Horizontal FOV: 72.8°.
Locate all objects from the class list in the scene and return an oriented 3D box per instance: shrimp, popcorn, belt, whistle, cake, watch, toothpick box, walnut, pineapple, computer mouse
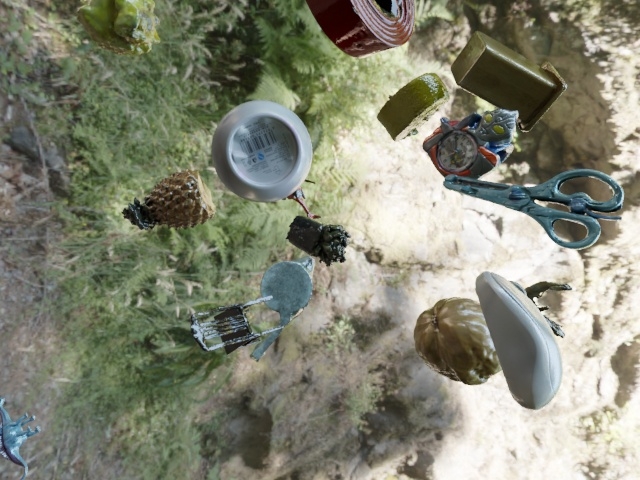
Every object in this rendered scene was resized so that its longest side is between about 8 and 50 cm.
[{"bbox_3d":[0.620,0.179,1.155,0.148,0.195,0.035,-50,-171,27],"label":"shrimp"},{"bbox_3d":[-0.445,-0.504,0.961,0.174,0.173,0.143,97,-1,-46],"label":"popcorn"},{"bbox_3d":[0.075,-0.544,0.916,0.115,0.323,0.228,1,-118,45],"label":"belt"},{"bbox_3d":[-0.136,0.247,1.589,0.168,0.188,0.406,128,-29,-80],"label":"whistle"},{"bbox_3d":[0.330,-0.478,1.567,0.156,0.179,0.260,51,-34,4],"label":"cake"},{"bbox_3d":[0.525,-0.315,1.449,0.274,0.305,0.242,1,57,-58],"label":"watch"},{"bbox_3d":[0.607,-0.535,1.438,0.188,0.307,0.190,-86,-158,-44],"label":"toothpick box"},{"bbox_3d":[0.512,0.364,1.556,0.306,0.343,0.306,-38,-144,34],"label":"walnut"},{"bbox_3d":[-0.593,-0.126,1.640,0.223,0.356,0.223,-17,90,-89],"label":"pineapple"},{"bbox_3d":[0.424,0.198,0.914,0.184,0.121,0.297,25,50,-55],"label":"computer mouse"}]

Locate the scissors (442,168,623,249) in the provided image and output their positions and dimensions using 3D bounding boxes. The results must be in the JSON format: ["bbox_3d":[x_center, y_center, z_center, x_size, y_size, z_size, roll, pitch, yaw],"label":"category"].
[{"bbox_3d":[0.467,-0.102,1.000,0.032,0.392,0.180,28,84,-56],"label":"scissors"}]

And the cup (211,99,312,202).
[{"bbox_3d":[-0.136,-0.195,0.972,0.317,0.212,0.213,-142,-128,-76],"label":"cup"}]

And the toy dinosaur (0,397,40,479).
[{"bbox_3d":[-0.673,0.431,0.959,0.198,0.080,0.045,56,-15,22],"label":"toy dinosaur"}]

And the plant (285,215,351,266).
[{"bbox_3d":[0.000,0.000,0.949,0.095,0.143,0.092,-70,161,2],"label":"plant"}]

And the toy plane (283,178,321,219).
[{"bbox_3d":[-0.072,-0.127,1.264,0.077,0.126,0.194,-57,151,-36],"label":"toy plane"}]

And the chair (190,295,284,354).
[{"bbox_3d":[-0.185,0.175,0.853,0.101,0.212,0.084,-34,-107,35],"label":"chair"}]
